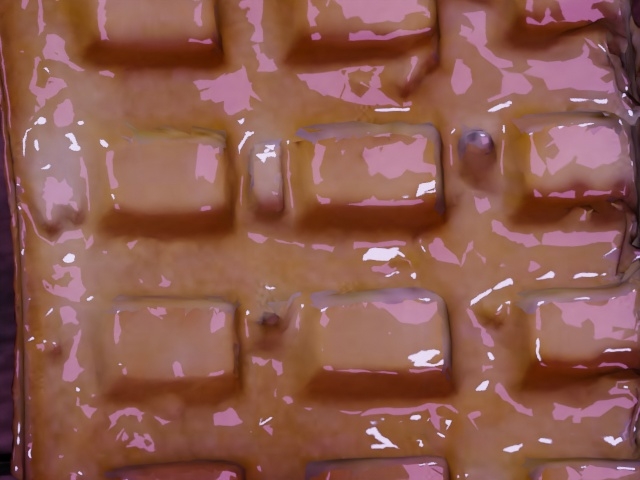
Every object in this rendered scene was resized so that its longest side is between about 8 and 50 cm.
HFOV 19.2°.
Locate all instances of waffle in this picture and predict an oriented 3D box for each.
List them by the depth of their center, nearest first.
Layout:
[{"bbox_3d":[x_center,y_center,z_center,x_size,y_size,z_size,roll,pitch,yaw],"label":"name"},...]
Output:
[{"bbox_3d":[0.000,0.001,0.834,0.304,0.077,0.348,-1,96,13],"label":"waffle"}]
